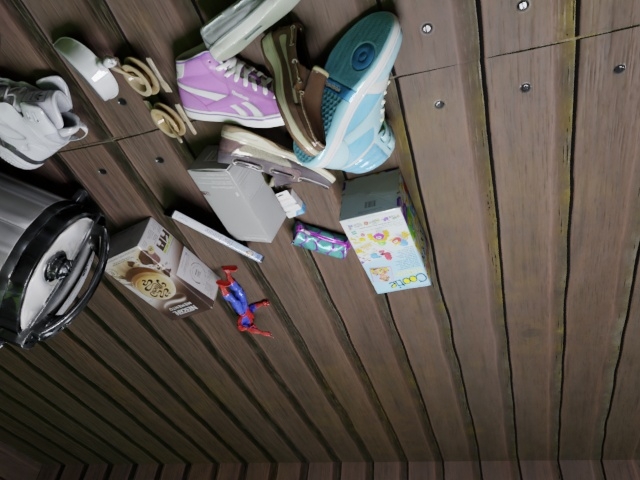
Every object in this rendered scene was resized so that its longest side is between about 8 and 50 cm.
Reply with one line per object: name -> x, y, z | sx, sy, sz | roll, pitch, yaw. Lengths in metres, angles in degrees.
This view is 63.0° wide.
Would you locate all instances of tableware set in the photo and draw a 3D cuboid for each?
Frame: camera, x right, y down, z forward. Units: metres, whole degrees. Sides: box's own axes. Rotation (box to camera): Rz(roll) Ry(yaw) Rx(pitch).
tableware set -> -0.351, -0.288, 1.087 | 0.128, 0.039, 0.194 | 16, 147, 37

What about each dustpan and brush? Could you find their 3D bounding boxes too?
dustpan and brush -> -0.442, -0.340, 1.025 | 0.060, 0.211, 0.147 | -44, 124, -10

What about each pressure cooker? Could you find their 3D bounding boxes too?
pressure cooker -> -0.749, 0.043, 1.269 | 0.421, 0.375, 0.369 | 22, 110, -3

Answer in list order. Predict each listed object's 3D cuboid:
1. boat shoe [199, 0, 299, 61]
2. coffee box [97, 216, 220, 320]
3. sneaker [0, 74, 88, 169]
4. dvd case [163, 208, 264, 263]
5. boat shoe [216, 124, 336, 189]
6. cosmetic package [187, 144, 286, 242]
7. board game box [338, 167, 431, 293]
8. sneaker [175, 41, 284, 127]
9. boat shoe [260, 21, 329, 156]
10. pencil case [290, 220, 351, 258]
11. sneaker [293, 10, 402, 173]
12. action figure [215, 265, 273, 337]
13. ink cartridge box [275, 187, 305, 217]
boat shoe -> -0.121, -0.415, 0.923 | 0.228, 0.079, 0.081 | -33, 95, 17
coffee box -> -0.452, 0.091, 1.494 | 0.168, 0.118, 0.297 | -21, 130, 27
sneaker -> -0.668, -0.313, 1.086 | 0.211, 0.137, 0.365 | -15, 138, 22
dvd case -> -0.278, -0.014, 1.349 | 0.253, 0.022, 0.180 | 29, 173, -22
boat shoe -> -0.096, -0.162, 1.139 | 0.285, 0.103, 0.092 | 20, 98, -35
cosmetic package -> -0.191, -0.108, 1.237 | 0.127, 0.107, 0.237 | 3, 137, 31
board game box -> 0.164, -0.017, 1.269 | 0.145, 0.142, 0.275 | -12, 134, 20
sneaker -> -0.151, -0.315, 1.028 | 0.283, 0.102, 0.161 | 3, 134, 5
boat shoe -> -0.031, -0.283, 0.949 | 0.095, 0.257, 0.095 | -24, 169, 22
pencil case -> 0.000, 0.000, 1.369 | 0.152, 0.064, 0.070 | 16, 162, -10
sneaker -> 0.097, -0.273, 1.038 | 0.208, 0.127, 0.318 | 9, 123, -45
action figure -> -0.211, 0.202, 1.597 | 0.139, 0.091, 0.280 | 6, 138, 16
ink cartridge box -> -0.079, -0.098, 1.301 | 0.048, 0.028, 0.083 | -17, 132, 25
